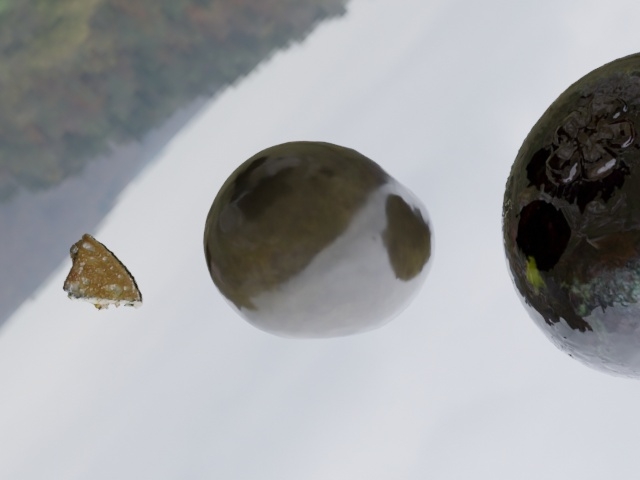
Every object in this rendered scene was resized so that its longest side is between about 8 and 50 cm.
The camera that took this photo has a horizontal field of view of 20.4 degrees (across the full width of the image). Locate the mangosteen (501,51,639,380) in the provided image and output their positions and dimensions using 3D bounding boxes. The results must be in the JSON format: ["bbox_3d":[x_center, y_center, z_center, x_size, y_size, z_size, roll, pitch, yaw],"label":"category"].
[{"bbox_3d":[0.288,-0.012,1.450,0.288,0.288,0.288,-45,-173,7],"label":"mangosteen"}]

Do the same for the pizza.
[{"bbox_3d":[-0.197,0.034,1.513,0.078,0.083,0.025,-21,156,-48],"label":"pizza"}]

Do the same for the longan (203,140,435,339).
[{"bbox_3d":[0.000,0.000,1.422,0.167,0.187,0.167,-36,-134,48],"label":"longan"}]
